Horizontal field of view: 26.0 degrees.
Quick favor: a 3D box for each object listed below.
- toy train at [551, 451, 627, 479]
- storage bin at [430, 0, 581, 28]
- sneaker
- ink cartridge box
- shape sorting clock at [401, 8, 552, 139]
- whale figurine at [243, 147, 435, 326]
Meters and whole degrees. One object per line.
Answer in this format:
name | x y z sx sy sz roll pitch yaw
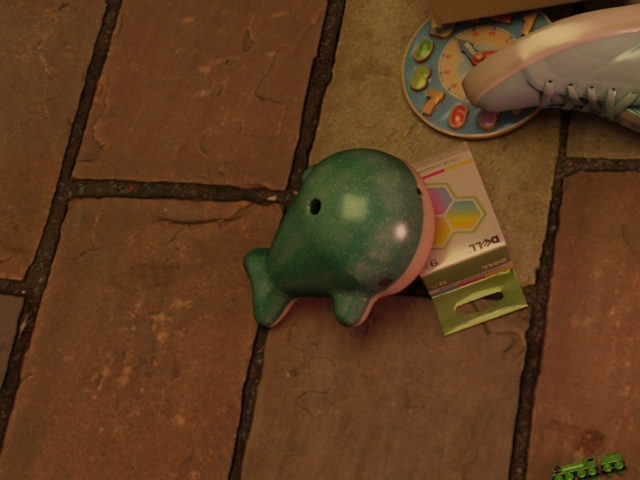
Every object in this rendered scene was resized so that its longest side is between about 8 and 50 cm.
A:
toy train | 0.291 0.249 1.505 0.083 0.017 0.023 -15 52 10
storage bin | 0.255 -0.416 1.760 0.262 0.123 0.260 -8 51 13
sneaker | 0.355 -0.187 1.625 0.366 0.135 0.150 -14 75 7
ink cartridge box | 0.159 -0.004 1.642 0.109 0.062 0.209 -20 61 6
shape sorting clock | 0.202 -0.223 1.749 0.206 0.040 0.206 -7 63 14
whale figurine | 0.000 0.000 1.615 0.272 0.141 0.216 -29 60 31
